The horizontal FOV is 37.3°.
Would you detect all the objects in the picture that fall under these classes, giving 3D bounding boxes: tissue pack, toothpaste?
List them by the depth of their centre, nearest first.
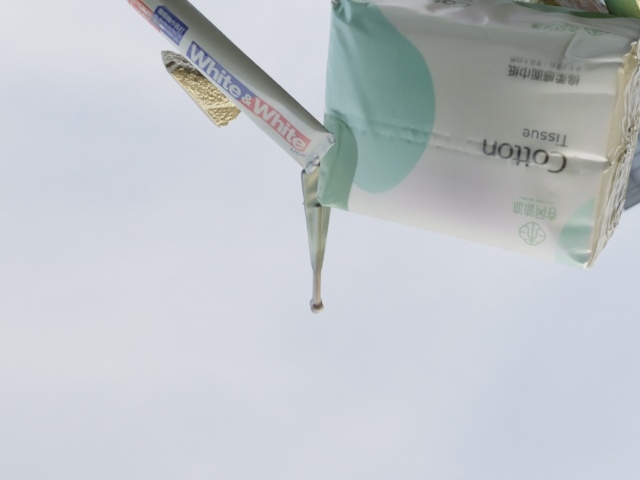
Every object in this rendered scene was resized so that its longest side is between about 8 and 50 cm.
[{"bbox_3d":[-0.076,-0.137,0.721,0.218,0.052,0.033,43,-129,4],"label":"toothpaste"},{"bbox_3d":[0.185,-0.147,1.122,0.356,0.266,0.194,15,-154,25],"label":"tissue pack"}]

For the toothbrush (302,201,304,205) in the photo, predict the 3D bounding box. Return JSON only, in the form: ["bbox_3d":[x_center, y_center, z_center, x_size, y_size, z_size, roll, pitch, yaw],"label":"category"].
[{"bbox_3d":[0.017,-0.092,1.585,0.131,0.011,0.013,-35,-100,-30],"label":"toothbrush"}]

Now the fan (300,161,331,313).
[{"bbox_3d":[0.000,0.000,1.476,0.057,0.282,0.023,-13,-142,-16],"label":"fan"}]

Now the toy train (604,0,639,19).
[{"bbox_3d":[0.448,-0.342,1.281,0.116,0.177,0.285,-57,-42,-8],"label":"toy train"}]

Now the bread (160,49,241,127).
[{"bbox_3d":[-0.169,-0.265,1.516,0.152,0.105,0.077,48,-172,-46],"label":"bread"}]

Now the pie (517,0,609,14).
[{"bbox_3d":[0.424,-0.281,1.410,0.339,0.083,0.339,25,-151,-15],"label":"pie"}]
